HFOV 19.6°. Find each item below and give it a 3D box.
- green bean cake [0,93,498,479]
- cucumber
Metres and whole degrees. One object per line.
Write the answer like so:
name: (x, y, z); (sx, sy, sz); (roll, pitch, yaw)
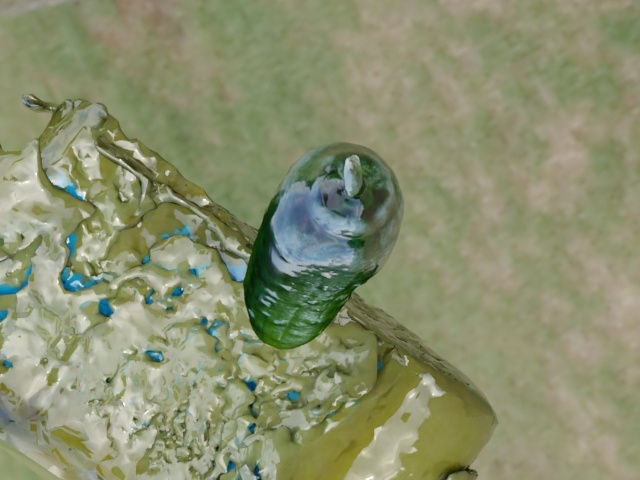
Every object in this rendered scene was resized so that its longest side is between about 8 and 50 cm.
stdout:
green bean cake: (-0.085, 0.072, 1.041); (0.310, 0.202, 0.285); (36, 178, -12)
cucumber: (0.000, 0.000, 0.784); (0.056, 0.056, 0.250); (57, 164, 7)
